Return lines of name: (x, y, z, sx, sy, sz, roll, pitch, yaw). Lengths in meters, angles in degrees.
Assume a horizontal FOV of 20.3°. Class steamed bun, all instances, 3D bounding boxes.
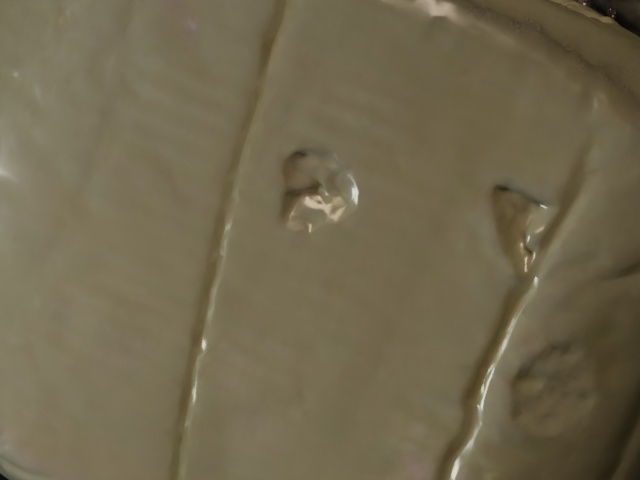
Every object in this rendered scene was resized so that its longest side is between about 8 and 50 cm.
steamed bun: (0.000, 0.000, 1.013, 0.455, 0.290, 0.371, 26, 105, 6)

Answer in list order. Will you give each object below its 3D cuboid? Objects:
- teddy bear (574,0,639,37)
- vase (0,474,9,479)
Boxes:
teddy bear: (0.302, -0.283, 1.179, 0.327, 0.375, 0.362, 43, 48, -1)
vase: (-0.185, 0.090, 1.186, 0.251, 0.156, 0.301, 39, 65, 9)
